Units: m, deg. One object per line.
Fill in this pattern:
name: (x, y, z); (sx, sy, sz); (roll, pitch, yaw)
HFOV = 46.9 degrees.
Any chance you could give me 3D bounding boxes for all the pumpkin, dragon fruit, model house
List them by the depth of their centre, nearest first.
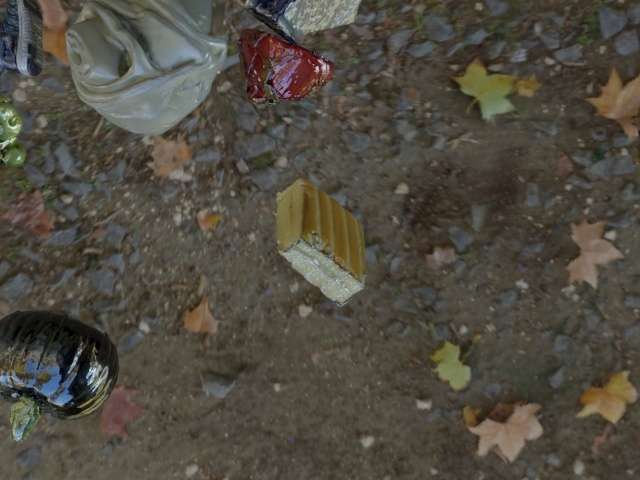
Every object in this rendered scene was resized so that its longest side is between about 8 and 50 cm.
model house: (-0.047, -0.524, 1.315); (0.243, 0.284, 0.299); (37, 137, 17)
pumpkin: (-0.599, 0.293, 1.602); (0.295, 0.296, 0.296); (-2, 103, -7)
dragon fruit: (-0.090, -0.356, 1.611); (0.218, 0.224, 0.148); (19, 96, -10)

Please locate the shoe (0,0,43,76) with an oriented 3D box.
shoe: (-0.637, -0.440, 1.530); (0.105, 0.091, 0.207); (-1, 85, 3)

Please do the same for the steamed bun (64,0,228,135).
steamed bun: (-0.366, -0.384, 1.460); (0.324, 0.219, 0.310); (-29, 81, 26)

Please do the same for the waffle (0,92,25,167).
waffle: (-0.470, -0.218, 0.827); (0.073, 0.297, 0.317); (-50, 149, -31)

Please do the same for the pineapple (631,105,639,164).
pineapple: (0.400, -0.029, 0.656); (0.202, 0.202, 0.362); (-40, 138, 2)

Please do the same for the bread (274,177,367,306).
bread: (0.000, 0.000, 1.778); (0.111, 0.246, 0.239); (-35, 127, 26)
